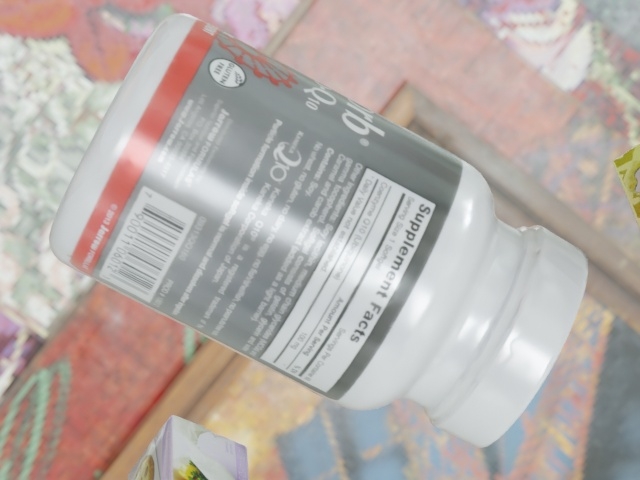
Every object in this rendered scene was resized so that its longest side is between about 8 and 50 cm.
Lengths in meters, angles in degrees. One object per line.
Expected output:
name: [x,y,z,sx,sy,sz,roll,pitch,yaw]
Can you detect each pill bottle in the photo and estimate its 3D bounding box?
pill bottle: [0.000,0.000,1.232,0.362,0.210,0.210,28,14,-6]

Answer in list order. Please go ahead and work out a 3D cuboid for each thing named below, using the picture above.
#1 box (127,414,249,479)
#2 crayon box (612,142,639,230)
box: [-0.078,0.232,0.987,0.063,0.067,0.324,25,26,-19]
crayon box: [0.476,-0.105,1.735,0.081,0.318,0.202,53,16,-20]
